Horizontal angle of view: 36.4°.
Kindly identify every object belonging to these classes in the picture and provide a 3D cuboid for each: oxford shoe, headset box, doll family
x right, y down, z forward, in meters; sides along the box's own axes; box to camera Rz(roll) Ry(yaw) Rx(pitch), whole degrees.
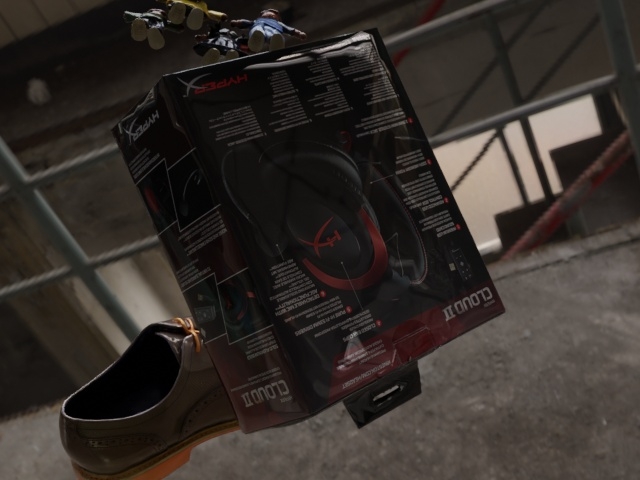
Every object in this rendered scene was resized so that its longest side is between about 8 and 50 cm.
[{"bbox_3d":[-0.112,0.132,1.057,0.364,0.132,0.130,-35,51,-24],"label":"oxford shoe"},{"bbox_3d":[0.000,0.000,0.774,0.218,0.293,0.110,-23,-4,-37],"label":"headset box"},{"bbox_3d":[-0.114,-0.233,1.059,0.111,0.193,0.076,-96,28,-69],"label":"doll family"}]
